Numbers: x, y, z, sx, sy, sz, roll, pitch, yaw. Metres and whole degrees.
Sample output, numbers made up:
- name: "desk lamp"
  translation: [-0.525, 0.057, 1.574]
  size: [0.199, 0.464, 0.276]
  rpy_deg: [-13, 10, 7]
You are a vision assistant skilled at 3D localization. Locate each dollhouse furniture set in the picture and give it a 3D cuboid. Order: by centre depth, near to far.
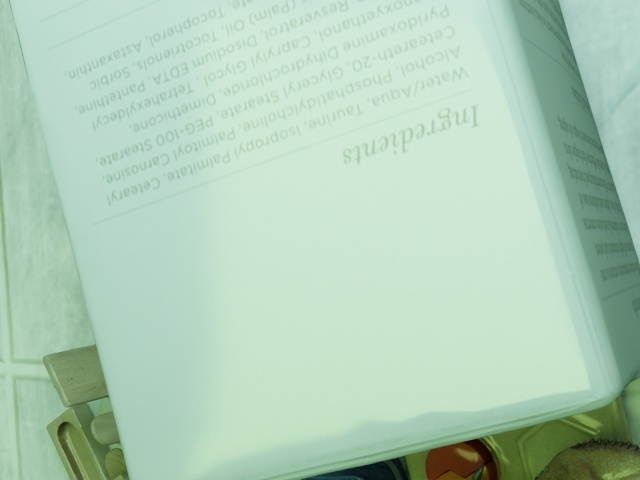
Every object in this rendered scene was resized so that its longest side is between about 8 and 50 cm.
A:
- name: "dollhouse furniture set"
  translation: [-0.256, 0.208, 1.211]
  size: [0.151, 0.123, 0.144]
  rpy_deg: [-37, 74, 30]

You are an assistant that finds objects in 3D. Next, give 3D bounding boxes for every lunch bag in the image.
- name: "lunch bag"
  translation: [0.032, 0.229, 1.059]
  size: [0.098, 0.065, 0.067]
  rpy_deg: [-10, 106, 40]

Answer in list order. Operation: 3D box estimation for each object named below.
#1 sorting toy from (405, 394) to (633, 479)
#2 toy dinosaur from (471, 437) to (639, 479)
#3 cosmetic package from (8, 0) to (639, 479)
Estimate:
- name: "sorting toy"
  translation: [0.211, 0.221, 0.956]
  size: [0.307, 0.041, 0.229]
  rpy_deg: [-13, 87, 33]
- name: "toy dinosaur"
  translation: [0.182, 0.229, 0.895]
  size: [0.296, 0.127, 0.200]
  rpy_deg: [-47, 36, 13]
- name: "cosmetic package"
  translation: [0.029, -0.052, 0.848]
  size: [0.327, 0.329, 0.394]
  rpy_deg: [-18, 83, 20]
